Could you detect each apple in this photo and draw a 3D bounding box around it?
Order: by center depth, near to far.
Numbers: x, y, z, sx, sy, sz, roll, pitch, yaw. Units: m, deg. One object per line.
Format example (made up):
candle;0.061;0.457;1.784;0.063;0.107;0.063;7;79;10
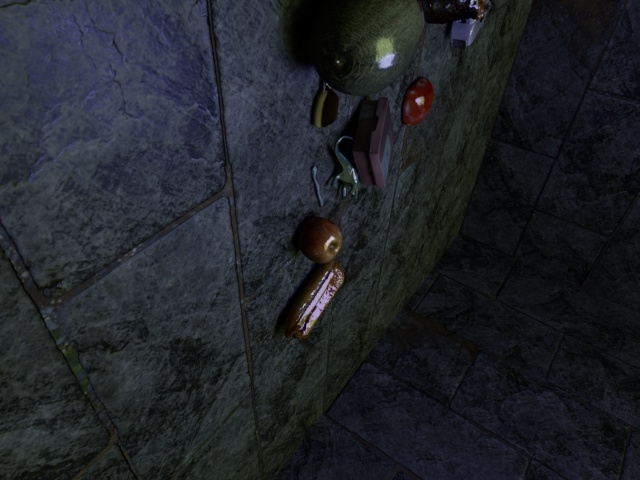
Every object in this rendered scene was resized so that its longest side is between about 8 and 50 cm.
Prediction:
apple;0.000;0.000;1.514;0.146;0.131;0.146;-38;144;-34

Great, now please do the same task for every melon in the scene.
melon;0.112;-0.481;1.108;0.329;0.249;0.248;-47;151;-39

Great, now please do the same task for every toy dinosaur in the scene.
toy dinosaur;0.092;-0.217;1.554;0.363;0.077;0.147;34;67;-68

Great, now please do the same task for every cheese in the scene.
cheese;0.015;-0.388;1.263;0.086;0.036;0.162;-37;145;-39

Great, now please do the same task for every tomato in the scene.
tomato;0.386;-0.527;1.812;0.166;0.082;0.174;-45;148;-36

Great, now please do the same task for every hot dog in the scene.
hot dog;-0.034;0.213;1.707;0.337;0.100;0.135;-55;147;-20

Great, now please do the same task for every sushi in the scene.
sushi;0.349;-0.759;1.243;0.234;0.208;0.348;24;64;-72

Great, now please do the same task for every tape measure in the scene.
tape measure;0.576;-0.889;1.788;0.236;0.120;0.197;-59;154;-20

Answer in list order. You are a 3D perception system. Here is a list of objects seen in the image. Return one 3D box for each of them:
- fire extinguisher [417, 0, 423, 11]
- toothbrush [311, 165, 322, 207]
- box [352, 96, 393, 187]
fire extinguisher;0.246;-0.716;1.321;0.071;0.099;0.231;-28;164;17
toothbrush;-0.009;-0.164;1.472;0.019;0.013;0.193;-60;157;-28
box;0.175;-0.313;1.520;0.215;0.086;0.215;61;37;-62
